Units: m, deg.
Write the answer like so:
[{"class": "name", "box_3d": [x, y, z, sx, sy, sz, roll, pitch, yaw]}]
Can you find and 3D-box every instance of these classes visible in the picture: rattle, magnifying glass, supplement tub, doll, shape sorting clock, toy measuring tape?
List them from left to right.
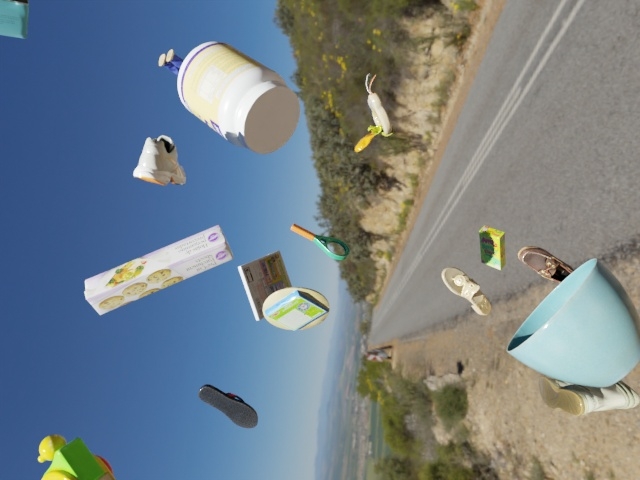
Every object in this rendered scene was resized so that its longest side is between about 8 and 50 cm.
[{"class": "toy measuring tape", "box_3d": [-0.374, 0.472, 0.824, 0.121, 0.330, 0.121, -38, -5, -4]}, {"class": "doll", "box_3d": [-0.409, -0.528, 1.553, 0.189, 0.128, 0.046, 24, -118, -50]}, {"class": "supplement tub", "box_3d": [-0.241, -0.421, 1.454, 0.241, 0.331, 0.241, -32, -36, -27]}, {"class": "shape sorting clock", "box_3d": [-0.075, 0.211, 1.514, 0.206, 0.205, 0.040, 95, 171, -47]}, {"class": "magnifying glass", "box_3d": [0.000, 0.000, 1.782, 0.092, 0.230, 0.026, -63, -1, -51]}, {"class": "rattle", "box_3d": [0.135, -0.393, 1.507, 0.200, 0.142, 0.130, 55, -157, -48]}]

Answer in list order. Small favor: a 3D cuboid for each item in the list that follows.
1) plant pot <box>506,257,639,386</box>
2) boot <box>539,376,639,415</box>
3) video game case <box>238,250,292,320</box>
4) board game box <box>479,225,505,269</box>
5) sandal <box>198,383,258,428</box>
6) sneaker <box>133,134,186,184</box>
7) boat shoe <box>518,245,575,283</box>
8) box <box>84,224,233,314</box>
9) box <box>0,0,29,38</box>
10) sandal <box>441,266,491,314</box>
[{"class": "plant pot", "box_3d": [0.598, 0.212, 1.109, 0.290, 0.195, 0.290, -44, -16, -16]}, {"class": "boot", "box_3d": [0.677, 0.391, 1.256, 0.213, 0.164, 0.077, 128, 136, -84]}, {"class": "video game case", "box_3d": [-0.197, 0.167, 1.853, 0.193, 0.023, 0.213, -23, -84, -41]}, {"class": "board game box", "box_3d": [0.711, 0.032, 2.029, 0.043, 0.092, 0.181, -41, -46, -24]}, {"class": "sandal", "box_3d": [-0.236, 0.428, 1.291, 0.067, 0.179, 0.040, -53, 7, 13]}, {"class": "sneaker", "box_3d": [-0.407, -0.214, 1.303, 0.262, 0.099, 0.121, -116, 40, -81]}, {"class": "boat shoe", "box_3d": [0.717, 0.081, 1.534, 0.073, 0.206, 0.073, -94, 27, -61]}, {"class": "box", "box_3d": [-0.361, 0.065, 1.105, 0.067, 0.323, 0.063, 76, 169, -47]}, {"class": "box", "box_3d": [-0.545, -0.427, 0.800, 0.244, 0.100, 0.060, 61, 138, 32]}, {"class": "sandal", "box_3d": [0.528, 0.170, 1.694, 0.088, 0.240, 0.079, -54, 18, -23]}]
